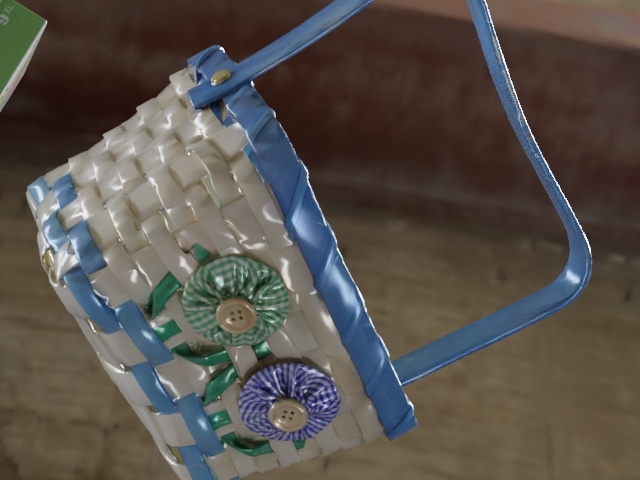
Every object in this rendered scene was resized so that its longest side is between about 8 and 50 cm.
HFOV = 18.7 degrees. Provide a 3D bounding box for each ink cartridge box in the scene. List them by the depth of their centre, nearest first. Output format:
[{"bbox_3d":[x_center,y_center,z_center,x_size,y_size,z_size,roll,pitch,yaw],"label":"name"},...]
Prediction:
[{"bbox_3d":[-0.299,-0.152,1.717,0.062,0.209,0.109,31,-110,-8],"label":"ink cartridge box"}]

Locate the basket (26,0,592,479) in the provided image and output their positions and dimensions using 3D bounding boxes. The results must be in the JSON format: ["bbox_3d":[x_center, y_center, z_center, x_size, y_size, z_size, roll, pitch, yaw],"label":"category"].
[{"bbox_3d":[0.000,0.000,1.131,0.289,0.255,0.201,-33,-149,-6],"label":"basket"}]
